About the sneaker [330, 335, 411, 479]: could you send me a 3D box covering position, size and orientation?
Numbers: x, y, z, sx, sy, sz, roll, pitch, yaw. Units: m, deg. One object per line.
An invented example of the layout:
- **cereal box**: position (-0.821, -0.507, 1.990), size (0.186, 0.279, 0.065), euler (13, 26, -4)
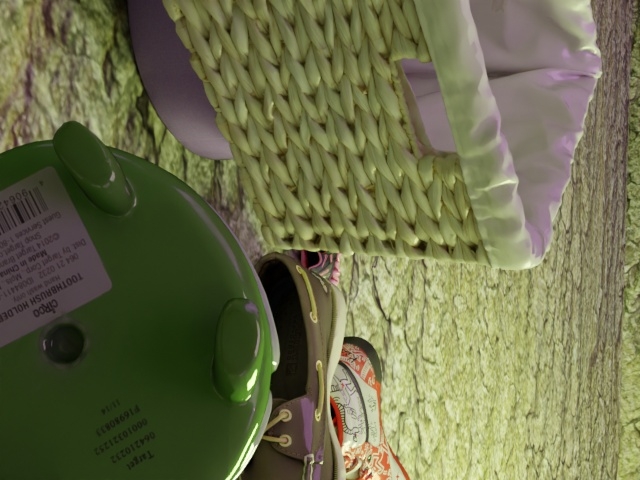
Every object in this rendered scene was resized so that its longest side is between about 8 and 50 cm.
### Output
- **sneaker**: position (0.030, 0.255, 1.295), size (0.145, 0.090, 0.270), euler (-31, 111, -61)

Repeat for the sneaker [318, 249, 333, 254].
- **sneaker**: position (-0.005, -0.104, 1.288), size (0.125, 0.104, 0.262), euler (103, -10, -59)

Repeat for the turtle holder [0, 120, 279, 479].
- **turtle holder**: position (-0.122, 0.087, 0.761), size (0.243, 0.320, 0.227), euler (-58, 174, -4)

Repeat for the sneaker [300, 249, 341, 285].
- **sneaker**: position (0.000, 0.000, 1.319), size (0.057, 0.047, 0.119), euler (37, 52, -44)

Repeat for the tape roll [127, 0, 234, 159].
- **tape roll**: position (-0.072, -0.217, 1.121), size (0.275, 0.090, 0.275), euler (4, 85, -64)

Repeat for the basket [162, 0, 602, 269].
- **basket**: position (0.073, -0.190, 1.015), size (0.331, 0.266, 0.328), euler (-62, 141, -45)

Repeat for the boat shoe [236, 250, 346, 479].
- **boat shoe**: position (-0.040, 0.168, 1.132), size (0.097, 0.116, 0.324), euler (42, 46, -50)
